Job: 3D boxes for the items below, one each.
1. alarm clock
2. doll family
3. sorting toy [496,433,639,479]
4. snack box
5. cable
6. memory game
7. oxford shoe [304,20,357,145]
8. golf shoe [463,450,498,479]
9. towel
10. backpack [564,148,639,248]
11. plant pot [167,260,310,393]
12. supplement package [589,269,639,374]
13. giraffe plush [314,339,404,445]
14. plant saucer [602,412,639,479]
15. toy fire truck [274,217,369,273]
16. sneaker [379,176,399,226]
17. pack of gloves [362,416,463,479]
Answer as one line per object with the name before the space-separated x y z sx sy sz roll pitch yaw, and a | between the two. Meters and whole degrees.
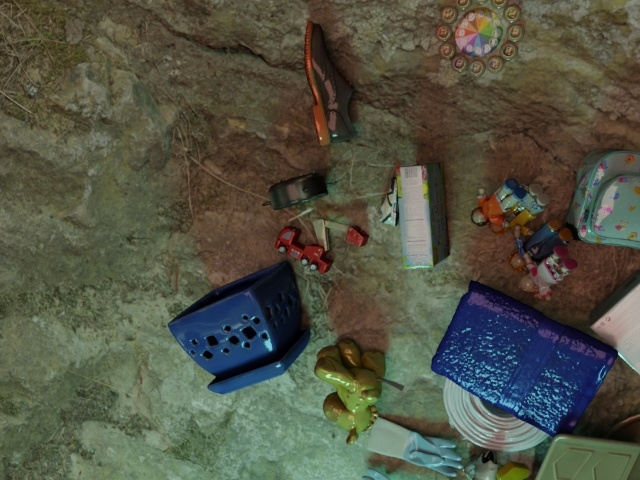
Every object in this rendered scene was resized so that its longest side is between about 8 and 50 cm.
alarm clock | -0.066 -0.107 1.646 0.192 0.129 0.064 -20 88 42
doll family | 0.418 -0.008 1.474 0.263 0.118 0.163 58 145 13
sorting toy | 0.471 0.471 1.443 0.307 0.041 0.229 12 111 -19
snack box | 0.215 -0.056 1.519 0.070 0.174 0.207 -4 95 22
cable | 0.386 0.318 1.550 0.257 0.089 0.257 -5 95 21
memory game | 0.329 -0.434 1.516 0.186 0.012 0.186 3 98 20
oxford shoe | 0.021 -0.350 1.610 0.098 0.097 0.271 -10 98 1
golf shoe | 0.351 0.484 1.547 0.069 0.176 0.086 23 91 4
towel | 0.394 0.233 1.441 0.308 0.076 0.227 27 114 13
backpack | 0.572 -0.083 1.397 0.166 0.144 0.188 8 94 -2
plant pot | -0.165 0.205 1.667 0.236 0.236 0.212 -23 96 22
supplement package | 0.660 0.196 1.409 0.244 0.139 0.134 45 110 9
giraffe plush | 0.073 0.350 1.634 0.210 0.181 0.170 30 119 32
plant saucer | 0.701 0.475 1.483 0.278 0.041 0.278 3 99 20
toy fire truck | 0.000 0.000 1.673 0.192 0.047 0.135 29 105 15
sneaker | 0.152 -0.086 1.610 0.044 0.040 0.109 9 99 21
pack of gloves | 0.209 0.525 1.651 0.232 0.046 0.195 12 84 30
